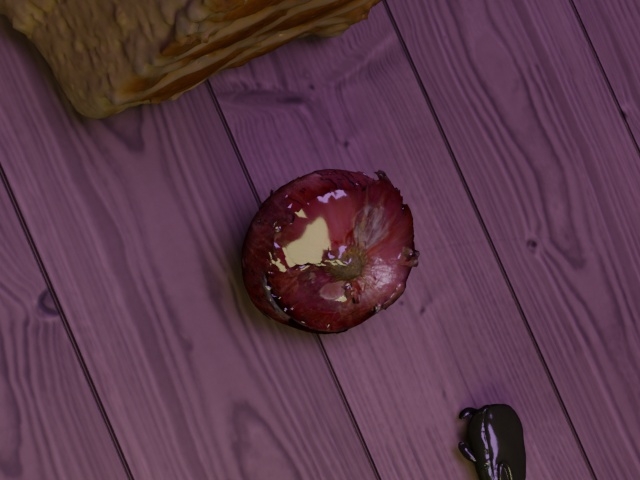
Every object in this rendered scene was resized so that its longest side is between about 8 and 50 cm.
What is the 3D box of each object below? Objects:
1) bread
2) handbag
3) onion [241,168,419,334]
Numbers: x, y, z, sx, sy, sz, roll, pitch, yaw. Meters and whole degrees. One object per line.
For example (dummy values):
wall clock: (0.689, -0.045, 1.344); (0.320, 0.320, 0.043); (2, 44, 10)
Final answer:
bread: (-0.098, -0.318, 1.756); (0.390, 0.371, 0.279); (-28, 85, -36)
handbag: (0.181, 0.223, 1.929); (0.072, 0.047, 0.111); (-3, 76, -35)
onion: (0.000, 0.000, 1.850); (0.184, 0.184, 0.147); (-3, 34, -30)
